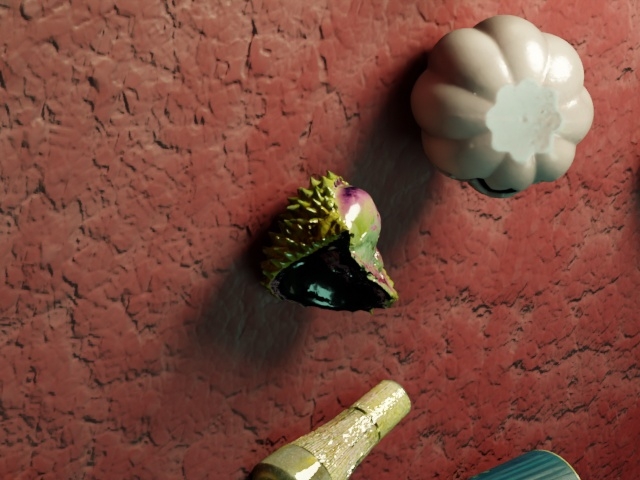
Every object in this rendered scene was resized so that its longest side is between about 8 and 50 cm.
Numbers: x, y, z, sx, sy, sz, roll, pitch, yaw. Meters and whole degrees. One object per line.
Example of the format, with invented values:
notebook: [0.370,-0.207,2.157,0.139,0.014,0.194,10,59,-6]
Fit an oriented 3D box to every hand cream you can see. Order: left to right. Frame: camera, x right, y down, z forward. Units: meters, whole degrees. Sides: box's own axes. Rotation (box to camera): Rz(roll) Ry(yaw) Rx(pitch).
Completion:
hand cream: [0.020,0.210,1.755,0.203,0.084,0.084,-39,135,-36]

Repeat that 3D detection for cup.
cup: [0.207,0.339,1.991,0.155,0.131,0.176,-9,142,-39]

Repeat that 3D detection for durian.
durian: [0.001,-0.003,1.620,0.187,0.119,0.108,49,35,-59]

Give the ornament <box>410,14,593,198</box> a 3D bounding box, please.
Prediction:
ornament: [0.175,-0.133,1.667,0.177,0.177,0.177,-24,126,-37]
